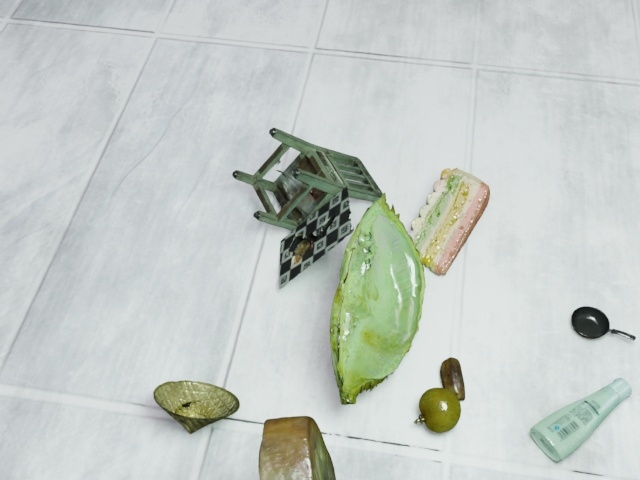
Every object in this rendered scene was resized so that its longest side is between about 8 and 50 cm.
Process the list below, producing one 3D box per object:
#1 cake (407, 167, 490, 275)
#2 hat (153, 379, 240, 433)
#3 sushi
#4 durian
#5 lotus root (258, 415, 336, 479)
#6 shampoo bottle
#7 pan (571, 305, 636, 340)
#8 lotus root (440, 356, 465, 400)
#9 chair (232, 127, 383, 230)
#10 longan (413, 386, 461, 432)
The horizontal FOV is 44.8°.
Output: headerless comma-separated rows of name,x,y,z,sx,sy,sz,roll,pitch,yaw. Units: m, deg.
cake,0.249,-0.046,1.535,0.109,0.090,0.225,28,58,16
hat,-0.212,0.293,1.295,0.146,0.067,0.146,11,11,-2
sushi,0.000,0.000,1.464,0.031,0.201,0.139,35,33,-28
durian,0.096,0.108,1.346,0.163,0.198,0.394,14,55,9
lotus root,-0.022,0.406,1.005,0.111,0.374,0.390,-9,13,5
shampoo bottle,0.441,0.290,1.297,0.191,0.041,0.069,-29,52,-21
pan,0.510,0.161,1.407,0.115,0.023,0.068,23,55,21
lotus root,0.228,0.238,1.347,0.038,0.030,0.083,-4,51,0
chair,-0.022,-0.106,1.574,0.270,0.147,0.136,13,38,-48
longan,0.192,0.283,1.289,0.083,0.075,0.075,-21,54,-4
